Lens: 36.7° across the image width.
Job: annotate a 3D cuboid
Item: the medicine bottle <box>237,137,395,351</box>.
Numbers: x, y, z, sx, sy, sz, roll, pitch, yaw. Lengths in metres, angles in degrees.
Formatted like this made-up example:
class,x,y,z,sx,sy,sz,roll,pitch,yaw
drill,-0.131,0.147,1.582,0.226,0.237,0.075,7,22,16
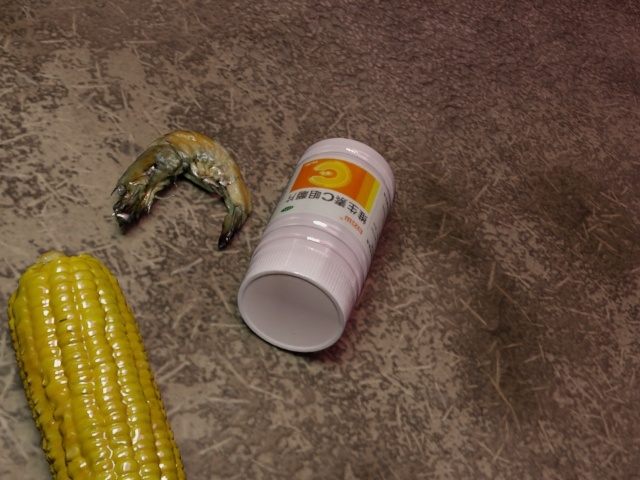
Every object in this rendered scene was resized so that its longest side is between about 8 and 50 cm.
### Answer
class,x,y,z,sx,sy,sz,roll,pitch,yaw
medicine bottle,0.000,0.000,1.124,0.133,0.133,0.249,29,44,-5

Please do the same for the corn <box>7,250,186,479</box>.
class,x,y,z,sx,sy,sz,roll,pitch,yaw
corn,-0.195,0.163,0.869,0.120,0.120,0.363,-6,55,-34

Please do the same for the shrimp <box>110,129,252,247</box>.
class,x,y,z,sx,sy,sz,roll,pitch,yaw
shrimp,-0.157,-0.055,1.144,0.150,0.051,0.217,41,39,-2
